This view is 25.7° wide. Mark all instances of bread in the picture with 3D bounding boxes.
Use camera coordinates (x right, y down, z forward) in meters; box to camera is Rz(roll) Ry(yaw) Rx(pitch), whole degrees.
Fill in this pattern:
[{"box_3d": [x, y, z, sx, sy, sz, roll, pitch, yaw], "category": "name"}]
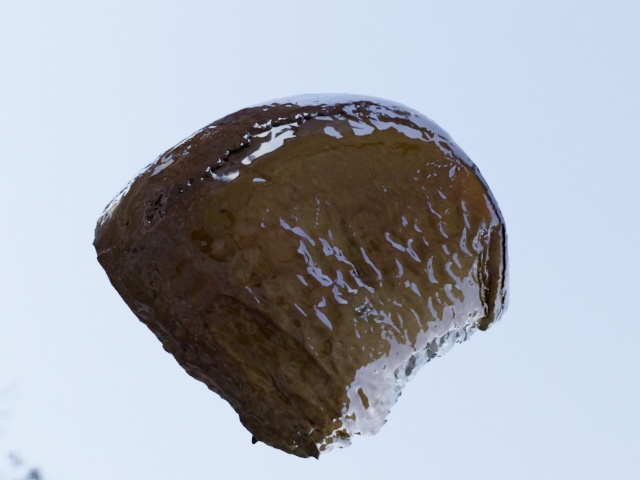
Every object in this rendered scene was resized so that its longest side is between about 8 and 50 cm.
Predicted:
[{"box_3d": [0.000, 0.000, 0.482, 0.126, 0.129, 0.044, 48, -33, 15], "category": "bread"}]
